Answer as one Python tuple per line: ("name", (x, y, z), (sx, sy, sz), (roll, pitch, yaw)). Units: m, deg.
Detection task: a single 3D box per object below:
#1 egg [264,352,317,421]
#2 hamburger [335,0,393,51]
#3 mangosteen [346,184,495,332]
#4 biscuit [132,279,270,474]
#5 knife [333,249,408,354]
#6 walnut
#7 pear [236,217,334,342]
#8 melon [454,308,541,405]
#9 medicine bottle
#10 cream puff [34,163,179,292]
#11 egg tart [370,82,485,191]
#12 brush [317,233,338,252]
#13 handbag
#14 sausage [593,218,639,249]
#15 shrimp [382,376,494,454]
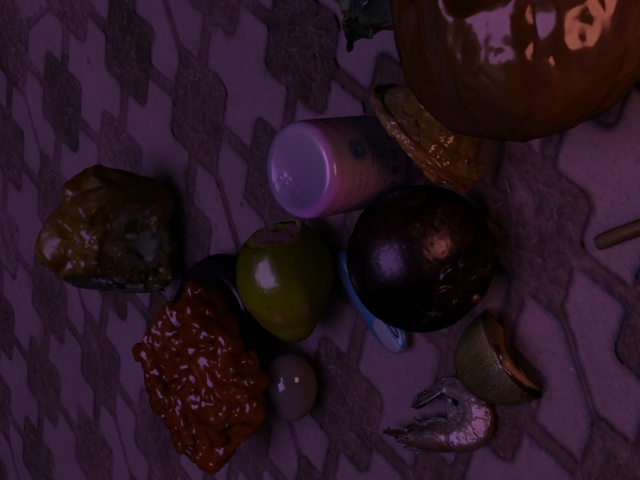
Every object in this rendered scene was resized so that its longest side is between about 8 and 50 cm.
("egg", (-0.057, 0.282, 1.658), (0.103, 0.103, 0.134), (10, 111, 43))
("hamburger", (0.087, -0.401, 1.303), (0.125, 0.214, 0.235), (56, 137, 36))
("mangosteen", (0.135, 0.021, 1.349), (0.289, 0.232, 0.231), (-157, 64, -63))
("biscuit", (-0.235, 0.274, 1.692), (0.318, 0.111, 0.312), (57, 133, 21))
("knife", (0.088, 0.108, 1.532), (0.222, 0.031, 0.064), (57, 135, 24))
("walnut", (0.246, -0.323, 1.088), (0.354, 0.308, 0.397), (-3, 94, 45))
("pear", (-0.060, 0.077, 1.565), (0.188, 0.187, 0.219), (12, 129, 42))
("melon", (0.258, 0.201, 1.349), (0.128, 0.079, 0.160), (-42, 71, 34))
("medicine bottle", (0.051, -0.121, 1.360), (0.152, 0.255, 0.151), (13, 108, 43))
("cream puff", (-0.465, -0.023, 1.878), (0.275, 0.323, 0.269), (-5, 72, 34))
("egg tart", (0.172, -0.168, 1.279), (0.090, 0.213, 0.212), (-45, 67, 25))
("brush", (0.000, 0.000, 1.607), (0.084, 0.013, 0.016), (31, 121, 37))
("handbag", (-0.209, 0.176, 1.790), (0.254, 0.093, 0.308), (47, 127, 28))
("sausage", (0.432, -0.016, 1.175), (0.132, 0.024, 0.024), (-27, 80, 45))
("shrimp", (0.194, 0.297, 1.459), (0.224, 0.048, 0.126), (-15, 81, 39))
